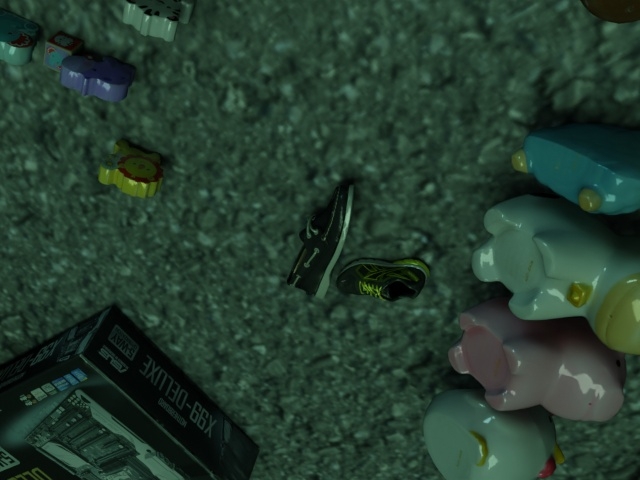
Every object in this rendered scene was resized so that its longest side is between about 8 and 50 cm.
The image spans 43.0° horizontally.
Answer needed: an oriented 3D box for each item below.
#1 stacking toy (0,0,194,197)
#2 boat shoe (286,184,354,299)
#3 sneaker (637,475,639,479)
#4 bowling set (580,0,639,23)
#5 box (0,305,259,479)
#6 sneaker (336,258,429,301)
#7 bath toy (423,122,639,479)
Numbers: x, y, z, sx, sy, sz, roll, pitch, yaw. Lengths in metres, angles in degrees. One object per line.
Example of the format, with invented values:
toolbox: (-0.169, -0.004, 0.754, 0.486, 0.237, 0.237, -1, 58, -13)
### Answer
stacking toy: (-0.213, -0.142, 0.633, 0.221, 0.052, 0.167, 22, 129, 0)
boat shoe: (0.000, 0.000, 0.684, 0.038, 0.046, 0.125, 16, 138, -2)
sneaker: (0.425, 0.208, 0.660, 0.150, 0.135, 0.366, 34, 132, -14)
bowling set: (0.146, -0.232, 0.423, 0.287, 0.154, 0.200, 5, 146, 11)
box: (-0.262, 0.227, 0.913, 0.307, 0.076, 0.242, -26, 116, 31)
sneaker: (0.051, 0.036, 0.700, 0.083, 0.035, 0.031, -9, 122, 23)
bath toy: (0.189, 0.076, 0.641, 0.151, 0.129, 0.348, 48, 139, 37)
